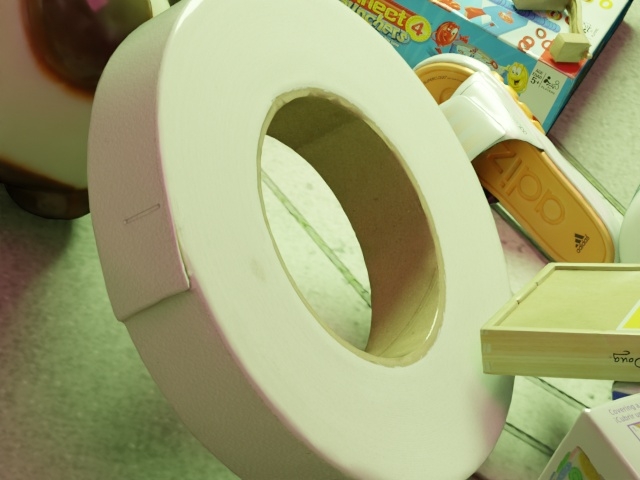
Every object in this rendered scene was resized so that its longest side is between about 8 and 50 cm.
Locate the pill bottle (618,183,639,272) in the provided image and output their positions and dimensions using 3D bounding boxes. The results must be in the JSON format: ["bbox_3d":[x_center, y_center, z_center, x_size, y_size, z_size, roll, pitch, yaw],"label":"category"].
[{"bbox_3d":[0.337,-0.014,1.325,0.146,0.146,0.264,29,28,7],"label":"pill bottle"}]

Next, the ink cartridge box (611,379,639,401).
[{"bbox_3d":[0.392,0.145,1.088,0.270,0.151,0.395,-19,20,-38],"label":"ink cartridge box"}]

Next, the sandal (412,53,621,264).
[{"bbox_3d":[0.155,-0.063,1.363,0.076,0.102,0.265,-21,58,-43],"label":"sandal"}]

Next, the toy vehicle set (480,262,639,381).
[{"bbox_3d":[0.267,0.058,1.126,0.267,0.035,0.166,0,16,28],"label":"toy vehicle set"}]

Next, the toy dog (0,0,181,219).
[{"bbox_3d":[-0.194,-0.206,1.256,0.395,0.284,0.408,26,44,-12],"label":"toy dog"}]

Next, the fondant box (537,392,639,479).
[{"bbox_3d":[0.231,0.284,0.911,0.096,0.238,0.330,-12,51,-34],"label":"fondant box"}]

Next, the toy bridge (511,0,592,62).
[{"bbox_3d":[0.217,-0.236,1.506,0.063,0.026,0.188,-2,47,-29],"label":"toy bridge"}]

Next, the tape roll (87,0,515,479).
[{"bbox_3d":[0.000,0.000,1.091,0.392,0.072,0.392,31,47,-40],"label":"tape roll"}]

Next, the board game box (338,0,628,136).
[{"bbox_3d":[0.158,-0.272,1.604,0.302,0.086,0.308,30,41,7],"label":"board game box"}]
